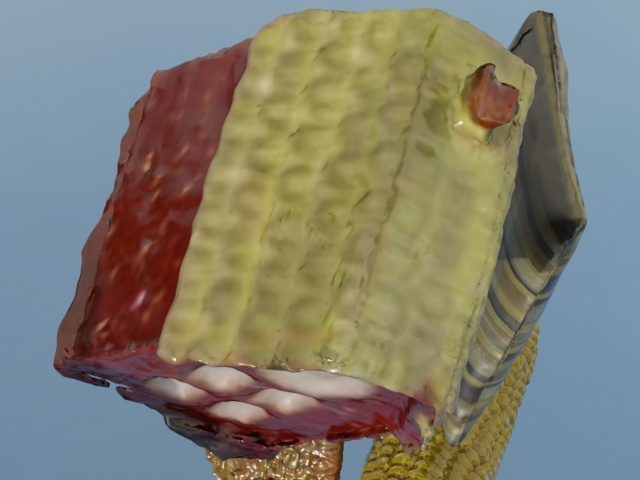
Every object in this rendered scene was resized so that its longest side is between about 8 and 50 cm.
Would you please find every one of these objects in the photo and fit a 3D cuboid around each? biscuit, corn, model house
[{"bbox_3d":[-0.043,0.111,1.071,0.126,0.206,0.025,-30,169,36],"label":"biscuit"},{"bbox_3d":[0.087,0.142,1.132,0.106,0.106,0.305,13,-132,14],"label":"corn"},{"bbox_3d":[0.000,0.000,0.778,0.160,0.196,0.254,25,158,-26],"label":"model house"}]

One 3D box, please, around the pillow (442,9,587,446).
[{"bbox_3d":[0.115,-0.008,0.979,0.052,0.212,0.208,13,-138,-12],"label":"pillow"}]
